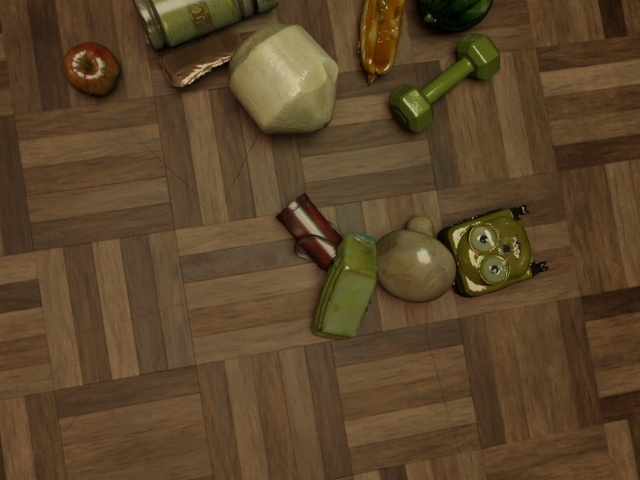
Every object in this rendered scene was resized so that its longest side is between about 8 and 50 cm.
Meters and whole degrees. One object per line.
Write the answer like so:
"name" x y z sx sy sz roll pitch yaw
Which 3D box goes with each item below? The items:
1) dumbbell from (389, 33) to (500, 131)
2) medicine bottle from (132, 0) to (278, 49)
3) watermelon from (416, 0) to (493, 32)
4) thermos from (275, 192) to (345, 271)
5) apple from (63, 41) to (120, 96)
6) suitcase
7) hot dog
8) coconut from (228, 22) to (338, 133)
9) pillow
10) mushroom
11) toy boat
"dumbbell" 0.312 -0.397 1.641 0.302 0.121 0.108 -38 119 -7
"medicine bottle" -0.276 -0.578 1.562 0.322 0.151 0.151 -23 89 -7
"watermelon" 0.325 -0.603 1.616 0.188 0.188 0.214 44 85 -2
"thermos" 0.002 -0.002 1.591 0.232 0.099 0.124 49 47 -3
"apple" -0.541 -0.406 1.547 0.126 0.102 0.126 0 92 -7
"suitcase" 0.419 0.028 1.609 0.235 0.143 0.194 -18 89 -7
"hot dog" 0.150 -0.529 1.650 0.109 0.072 0.269 11 84 -4
"coconut" -0.076 -0.366 1.534 0.237 0.237 0.266 -37 87 -7
"pillow" -0.285 -0.452 1.588 0.211 0.034 0.135 -29 54 -7
"mushroom" 0.225 0.054 1.581 0.206 0.209 0.206 4 110 12
"toy boat" 0.062 0.122 1.539 0.111 0.084 0.276 14 108 -19
